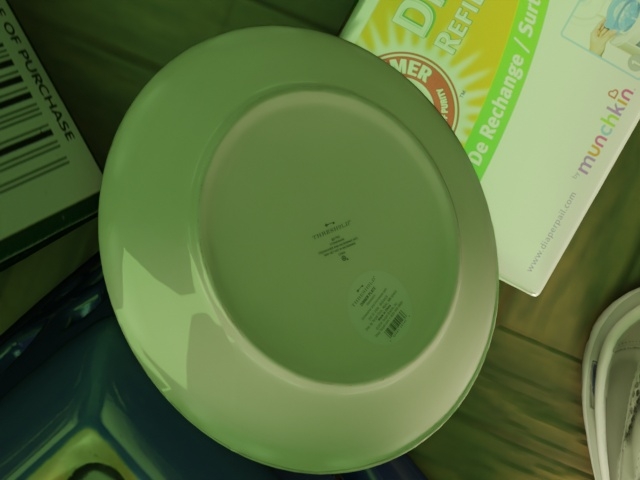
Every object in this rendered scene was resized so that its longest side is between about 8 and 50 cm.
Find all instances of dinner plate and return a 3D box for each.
[{"bbox_3d":[0.000,0.000,0.534,0.141,0.017,0.141,7,75,-29],"label":"dinner plate"}]

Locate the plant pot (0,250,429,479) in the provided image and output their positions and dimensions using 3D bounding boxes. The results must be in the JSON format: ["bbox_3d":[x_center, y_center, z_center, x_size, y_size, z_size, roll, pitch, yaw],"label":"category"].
[{"bbox_3d":[-0.070,0.151,0.601,0.236,0.212,0.236,-41,93,4],"label":"plant pot"}]

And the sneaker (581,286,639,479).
[{"bbox_3d":[0.156,0.158,0.646,0.105,0.115,0.281,-17,94,2],"label":"sneaker"}]

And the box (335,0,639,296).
[{"bbox_3d":[0.076,-0.095,0.629,0.103,0.114,0.203,29,95,-3],"label":"box"}]

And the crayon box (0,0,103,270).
[{"bbox_3d":[-0.292,-0.093,0.586,0.313,0.106,0.363,-27,94,26],"label":"crayon box"}]
